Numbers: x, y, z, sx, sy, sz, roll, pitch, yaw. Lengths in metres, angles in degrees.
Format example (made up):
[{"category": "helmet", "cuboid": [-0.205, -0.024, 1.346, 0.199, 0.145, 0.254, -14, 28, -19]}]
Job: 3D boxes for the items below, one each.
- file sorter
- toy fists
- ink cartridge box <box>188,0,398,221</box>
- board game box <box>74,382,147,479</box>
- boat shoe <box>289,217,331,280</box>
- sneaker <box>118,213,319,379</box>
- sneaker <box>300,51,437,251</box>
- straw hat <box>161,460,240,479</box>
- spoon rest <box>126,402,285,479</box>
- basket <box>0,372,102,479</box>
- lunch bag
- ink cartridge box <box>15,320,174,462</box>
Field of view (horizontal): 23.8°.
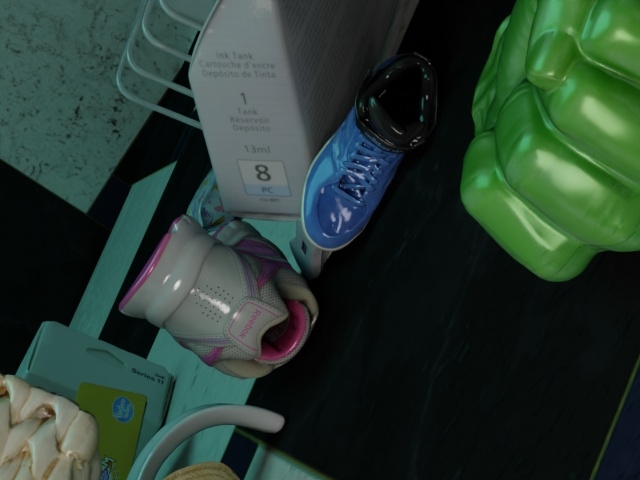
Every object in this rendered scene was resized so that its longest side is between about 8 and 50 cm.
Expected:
[{"category": "file sorter", "cuboid": [-0.106, -0.263, 1.756, 0.277, 0.193, 0.173, 134, 154, -58]}, {"category": "toy fists", "cuboid": [0.141, -0.115, 0.598, 0.279, 0.096, 0.142, -60, 14, 16]}, {"category": "ink cartridge box", "cuboid": [-0.031, -0.255, 1.131, 0.385, 0.091, 0.308, 76, -156, -43]}, {"category": "board game box", "cuboid": [-0.219, 0.307, 1.279, 0.316, 0.064, 0.242, -87, 12, -62]}, {"category": "boat shoe", "cuboid": [0.000, 0.000, 1.138, 0.035, 0.035, 0.100, -27, -17, -14]}, {"category": "sneaker", "cuboid": [-0.057, 0.053, 1.121, 0.103, 0.111, 0.252, -57, -10, 7]}, {"category": "sneaker", "cuboid": [0.033, -0.063, 1.050, 0.152, 0.058, 0.084, -59, 3, -2]}, {"category": "straw hat", "cuboid": [-0.073, 0.214, 0.936, 0.061, 0.144, 0.144, 26, 91, 36]}, {"category": "spoon rest", "cuboid": [-0.117, 0.234, 1.051, 0.276, 0.084, 0.137, -67, 12, -12]}, {"category": "basket", "cuboid": [-0.290, 0.227, 0.833, 0.331, 0.266, 0.328, 100, -170, -60]}, {"category": "lunch bag", "cuboid": [-0.111, -0.041, 1.658, 0.083, 0.053, 0.071, -58, 12, -13]}, {"category": "ink cartridge box", "cuboid": [-0.266, 0.204, 1.593, 0.208, 0.153, 0.087, -59, 14, 32]}]
